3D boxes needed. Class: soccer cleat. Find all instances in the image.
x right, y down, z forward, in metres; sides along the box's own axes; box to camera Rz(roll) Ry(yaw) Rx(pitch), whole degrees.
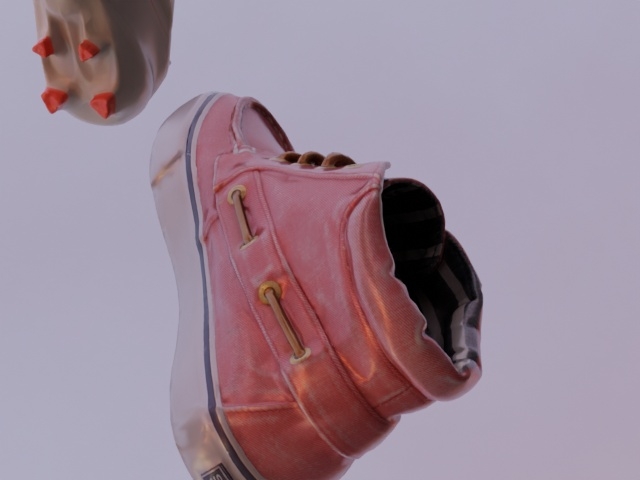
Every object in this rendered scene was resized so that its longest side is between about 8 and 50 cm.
[{"bbox_3d":[-0.102,-0.145,0.813,0.076,0.068,0.196,-51,-35,-50],"label":"soccer cleat"}]

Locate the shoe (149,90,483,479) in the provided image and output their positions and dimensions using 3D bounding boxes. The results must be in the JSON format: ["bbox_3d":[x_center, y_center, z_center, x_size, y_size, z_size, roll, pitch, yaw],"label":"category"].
[{"bbox_3d":[0.000,0.000,0.537,0.081,0.178,0.063,-34,-56,19],"label":"shoe"}]
